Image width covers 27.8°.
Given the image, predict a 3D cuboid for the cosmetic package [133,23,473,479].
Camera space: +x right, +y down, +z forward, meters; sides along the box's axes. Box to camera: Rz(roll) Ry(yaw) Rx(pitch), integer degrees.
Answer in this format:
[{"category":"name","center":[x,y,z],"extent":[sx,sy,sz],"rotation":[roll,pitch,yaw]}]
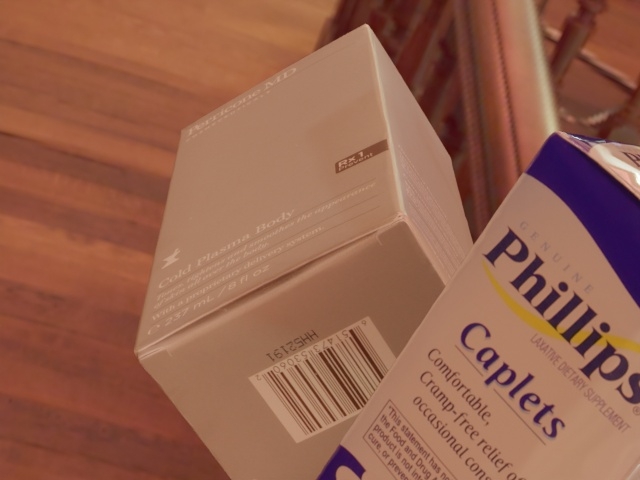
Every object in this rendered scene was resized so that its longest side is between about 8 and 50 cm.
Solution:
[{"category":"cosmetic package","center":[0.000,0.000,0.606],"extent":[0.107,0.127,0.238],"rotation":[56,12,-26]}]

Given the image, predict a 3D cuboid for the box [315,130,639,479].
[{"category":"box","center":[0.087,0.048,0.369],"extent":[0.126,0.137,0.072],"rotation":[3,36,-46]}]
